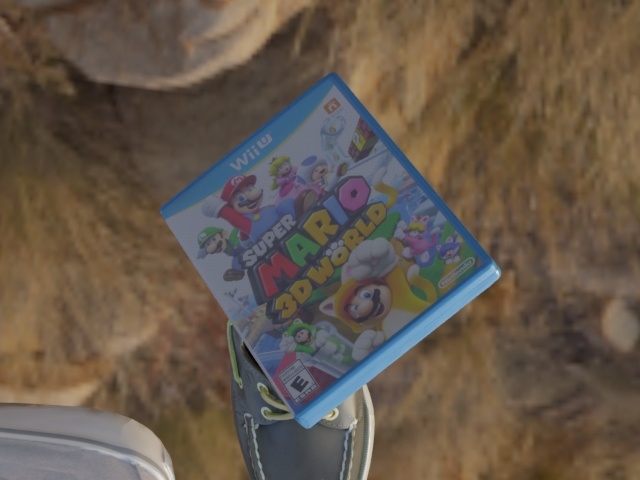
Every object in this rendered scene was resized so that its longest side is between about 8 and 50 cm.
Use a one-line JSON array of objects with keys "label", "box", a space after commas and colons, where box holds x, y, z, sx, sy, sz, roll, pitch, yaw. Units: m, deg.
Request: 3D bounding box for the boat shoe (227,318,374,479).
[{"label": "boat shoe", "box": [-0.019, 0.083, 1.337, 0.109, 0.305, 0.091, -1, -172, 7]}]

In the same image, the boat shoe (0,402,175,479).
[{"label": "boat shoe", "box": [-0.138, 0.090, 0.557, 0.184, 0.063, 0.066, 6, 124, -6]}]

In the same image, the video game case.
[{"label": "video game case", "box": [0.000, 0.000, 0.896, 0.119, 0.166, 0.015, -39, 138, 2]}]
